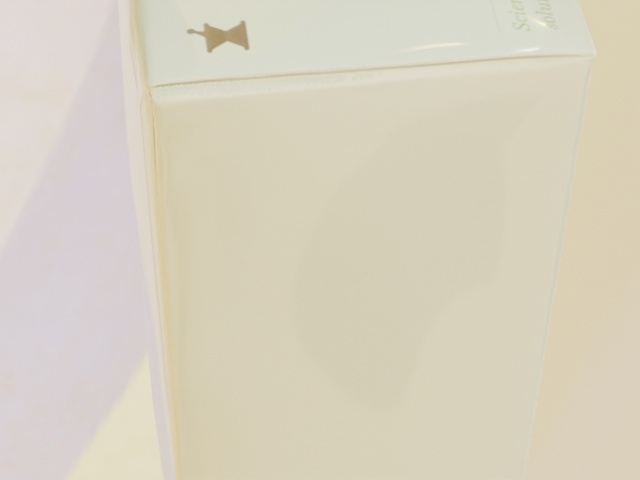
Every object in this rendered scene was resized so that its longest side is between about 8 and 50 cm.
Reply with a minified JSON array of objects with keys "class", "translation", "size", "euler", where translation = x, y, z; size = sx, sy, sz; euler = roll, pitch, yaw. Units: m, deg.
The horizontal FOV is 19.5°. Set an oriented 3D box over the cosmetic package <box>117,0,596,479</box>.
[{"class":"cosmetic package","translation":[0.000,0.000,0.770],"size":[0.365,0.155,0.197],"euler":[93,-10,-49]}]
